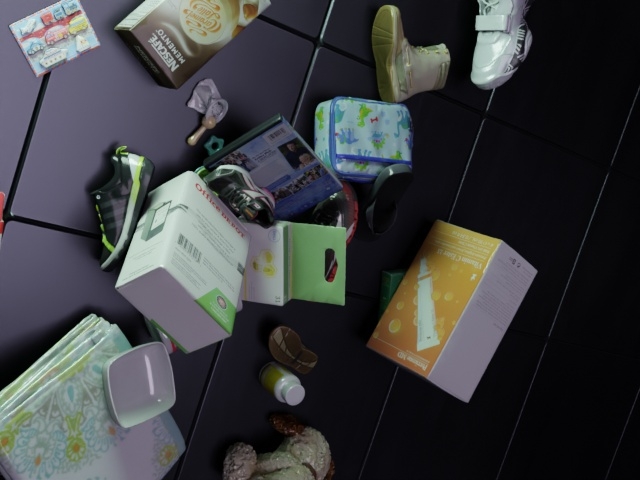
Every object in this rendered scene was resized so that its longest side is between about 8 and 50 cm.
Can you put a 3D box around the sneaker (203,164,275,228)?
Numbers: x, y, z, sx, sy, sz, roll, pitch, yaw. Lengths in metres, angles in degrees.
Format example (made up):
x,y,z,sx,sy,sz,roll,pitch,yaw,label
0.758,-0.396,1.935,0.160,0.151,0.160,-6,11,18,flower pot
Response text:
x,y,z,sx,sy,sz,roll,pitch,yaw,label
-0.145,-0.081,1.586,0.072,0.077,0.178,-39,136,24,sneaker

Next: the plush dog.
x,y,z,sx,sy,sz,roll,pitch,yaw,label
-0.062,0.520,1.852,0.225,0.210,0.263,-53,127,-36,plush dog

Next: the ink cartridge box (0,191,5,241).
x,y,z,sx,sy,sz,roll,pitch,yaw,label
-0.623,0.017,1.397,0.134,0.078,0.231,5,102,-34,ink cartridge box

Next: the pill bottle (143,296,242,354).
x,y,z,sx,sy,sz,roll,pitch,yaw,label
-0.254,0.143,1.648,0.180,0.108,0.108,-27,117,-23,pill bottle

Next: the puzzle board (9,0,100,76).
x,y,z,sx,sy,sz,roll,pitch,yaw,label
-0.459,-0.355,1.428,0.128,0.011,0.096,-33,119,-19,puzzle board

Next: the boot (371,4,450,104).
x,y,z,sx,sy,sz,roll,pitch,yaw,label
0.200,-0.413,1.781,0.165,0.077,0.213,-20,119,-25,boot

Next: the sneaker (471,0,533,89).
x,y,z,sx,sy,sz,roll,pitch,yaw,label
0.378,-0.534,1.823,0.210,0.137,0.366,24,86,-34,sneaker

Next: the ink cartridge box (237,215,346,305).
x,y,z,sx,sy,sz,roll,pitch,yaw,label
-0.068,0.047,1.673,0.056,0.234,0.171,-33,127,-63,ink cartridge box

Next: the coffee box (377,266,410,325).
x,y,z,sx,sy,sz,roll,pitch,yaw,label
0.194,0.157,1.970,0.113,0.040,0.184,-8,109,-32,coffee box

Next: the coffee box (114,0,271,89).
x,y,z,sx,sy,sz,roll,pitch,yaw,label
-0.231,-0.409,1.499,0.246,0.098,0.141,-46,123,-12,coffee box

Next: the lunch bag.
x,y,z,sx,sy,sz,roll,pitch,yaw,label
0.095,-0.208,1.746,0.218,0.090,0.176,4,86,-32,lunch bag

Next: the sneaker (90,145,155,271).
x,y,z,sx,sy,sz,roll,pitch,yaw,label
-0.386,-0.060,1.538,0.097,0.084,0.235,19,93,-10,sneaker

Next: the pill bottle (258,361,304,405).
x,y,z,sx,sy,sz,roll,pitch,yaw,label
-0.083,0.315,1.801,0.065,0.116,0.065,-9,109,-29,pill bottle

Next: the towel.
x,y,z,sx,sy,sz,roll,pitch,yaw,label
-0.443,0.373,1.558,0.320,0.090,0.375,-44,121,-37,towel

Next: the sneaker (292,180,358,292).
x,y,z,sx,sy,sz,roll,pitch,yaw,label
0.000,0.000,1.746,0.135,0.097,0.276,8,103,-68,sneaker

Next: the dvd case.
x,y,z,sx,sy,sz,roll,pitch,yaw,label
-0.089,-0.130,1.630,0.180,0.022,0.253,-29,140,14,dvd case

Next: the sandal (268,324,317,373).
x,y,z,sx,sy,sz,roll,pitch,yaw,label
-0.069,0.241,1.834,0.072,0.049,0.180,-48,138,-4,sandal

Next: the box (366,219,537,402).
x,y,z,sx,sy,sz,roll,pitch,yaw,label
0.300,0.157,1.884,0.168,0.215,0.345,35,82,-38,box

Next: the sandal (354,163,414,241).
x,y,z,sx,sy,sz,roll,pitch,yaw,label
0.130,-0.067,1.778,0.097,0.055,0.255,-8,149,-19,sandal

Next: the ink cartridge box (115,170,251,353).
x,y,z,sx,sy,sz,roll,pitch,yaw,label
-0.244,0.036,1.522,0.114,0.273,0.198,-25,125,24,ink cartridge box

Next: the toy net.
x,y,z,sx,sy,sz,roll,pitch,yaw,label
-0.201,-0.199,1.614,0.122,0.045,0.232,-7,108,-30,toy net

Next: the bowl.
x,y,z,sx,sy,sz,roll,pitch,yaw,label
-0.350,0.269,1.554,0.142,0.053,0.142,-19,106,-46,bowl
